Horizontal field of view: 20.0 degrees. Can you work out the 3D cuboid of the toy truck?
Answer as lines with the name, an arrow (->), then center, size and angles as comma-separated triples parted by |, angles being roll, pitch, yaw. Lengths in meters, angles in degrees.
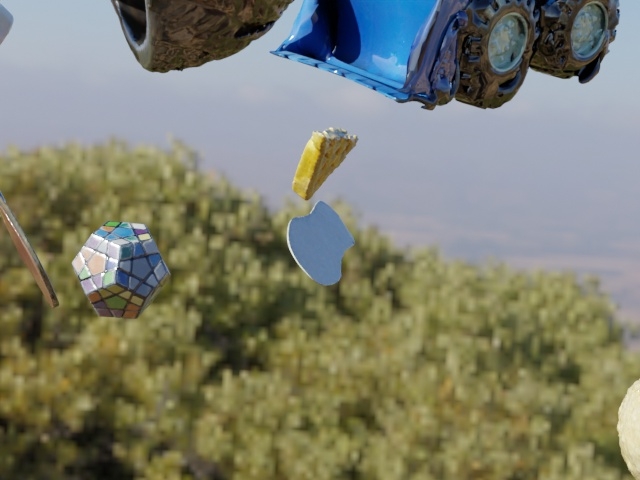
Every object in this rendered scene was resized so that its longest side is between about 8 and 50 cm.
toy truck -> 0.081, -0.152, 1.090 | 0.113, 0.126, 0.208 | 24, 33, 39

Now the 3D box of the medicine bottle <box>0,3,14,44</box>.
medicine bottle -> -0.449, -0.235, 1.558 | 0.325, 0.212, 0.212 | 47, -12, -20

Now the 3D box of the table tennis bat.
table tennis bat -> -0.372, -0.016, 2.187 | 0.022, 0.234, 0.131 | -28, -27, -11

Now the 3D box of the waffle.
waffle -> 0.021, -0.127, 2.173 | 0.032, 0.125, 0.191 | 41, -24, 7

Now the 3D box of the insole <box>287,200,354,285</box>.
insole -> 0.000, 0.000, 1.586 | 0.004, 0.065, 0.197 | -39, 5, 16

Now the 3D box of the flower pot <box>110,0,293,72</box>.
flower pot -> -0.062, -0.305, 1.633 | 0.267, 0.266, 0.266 | -15, 9, -13

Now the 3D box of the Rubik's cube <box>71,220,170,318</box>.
Rubik's cube -> -0.218, 0.032, 1.986 | 0.111, 0.111, 0.093 | 1, -3, -32

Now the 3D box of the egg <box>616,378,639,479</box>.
egg -> 0.295, 0.152, 1.450 | 0.116, 0.118, 0.140 | 20, 5, 11
